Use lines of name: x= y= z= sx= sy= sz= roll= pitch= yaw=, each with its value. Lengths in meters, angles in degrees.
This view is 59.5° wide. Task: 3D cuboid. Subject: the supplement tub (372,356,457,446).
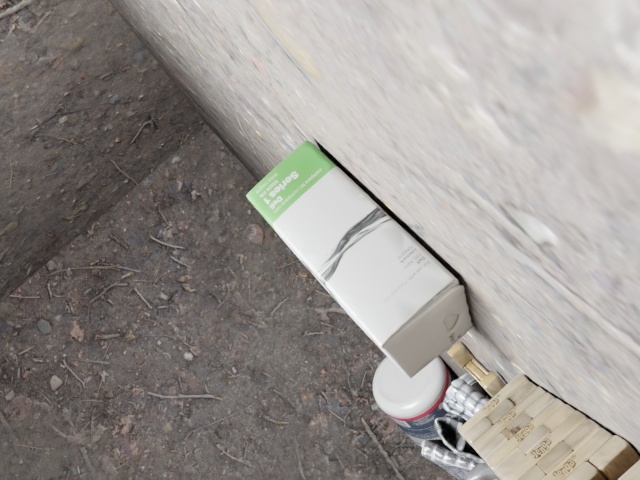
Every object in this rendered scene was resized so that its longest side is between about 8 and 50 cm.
supplement tub: x=0.271 y=0.408 z=1.416 sx=0.272 sy=0.191 sz=0.191 roll=50 pitch=177 yaw=-35

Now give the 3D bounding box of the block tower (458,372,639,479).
block tower: x=0.219 y=0.208 z=0.411 sx=0.097 sy=0.091 sz=0.335 roll=49 pitch=178 yaw=-9

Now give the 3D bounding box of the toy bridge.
toy bridge: x=0.234 y=0.197 z=0.725 sx=0.063 sy=0.026 sz=0.188 roll=47 pitch=178 yaw=-23

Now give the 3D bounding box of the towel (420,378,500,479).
towel: x=0.287 y=0.355 z=0.833 sx=0.235 sy=0.121 sz=0.283 roll=34 pitch=169 yaw=38

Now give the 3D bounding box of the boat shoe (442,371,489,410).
boat shoe: x=0.286 y=0.309 z=1.060 sx=0.076 sy=0.080 sz=0.228 roll=49 pitch=170 yaw=27

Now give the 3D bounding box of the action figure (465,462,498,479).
action figure: x=0.299 y=0.397 z=0.541 sx=0.330 sy=0.178 sz=0.341 roll=51 pitch=173 yaw=2

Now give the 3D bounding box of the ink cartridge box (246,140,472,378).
ink cartridge box: x=0.043 y=0.023 z=0.583 sx=0.219 sy=0.092 sz=0.160 roll=48 pitch=178 yaw=30
